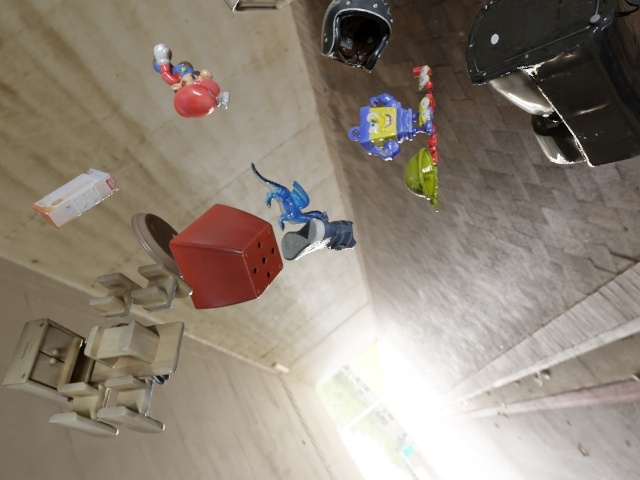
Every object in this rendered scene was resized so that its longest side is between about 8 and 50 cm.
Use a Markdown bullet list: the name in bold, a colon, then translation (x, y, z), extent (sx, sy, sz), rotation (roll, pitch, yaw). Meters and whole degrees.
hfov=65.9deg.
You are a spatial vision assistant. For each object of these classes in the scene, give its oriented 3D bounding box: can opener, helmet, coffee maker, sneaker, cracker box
- **can opener**: translation (-0.435, 0.273, 1.191), extent (0.186, 0.073, 0.059), rotation (50, 133, -3)
- **helmet**: translation (0.082, -0.480, 1.113), extent (0.169, 0.161, 0.169), rotation (18, -158, -8)
- **coffee maker**: translation (0.247, -0.148, 0.442), extent (0.178, 0.120, 0.171), rotation (26, 179, -37)
- **sneaker**: translation (0.001, 0.002, 1.369), extent (0.226, 0.163, 0.086), rotation (-25, 71, 54)
- **cracker box**: translation (-0.806, -0.143, 1.627), extent (0.156, 0.232, 0.067), rotation (17, 140, 43)

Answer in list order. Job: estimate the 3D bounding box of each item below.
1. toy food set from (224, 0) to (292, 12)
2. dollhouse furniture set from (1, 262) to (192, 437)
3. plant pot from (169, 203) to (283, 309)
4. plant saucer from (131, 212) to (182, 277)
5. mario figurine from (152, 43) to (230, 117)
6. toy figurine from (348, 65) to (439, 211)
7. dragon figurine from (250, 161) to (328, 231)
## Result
- **toy food set**: translation (-0.165, -0.583, 0.994), extent (0.219, 0.092, 0.306), rotation (53, -152, -10)
- **dollhouse furniture set**: translation (-0.300, 0.181, 0.734), extent (0.161, 0.242, 0.212), rotation (56, -151, -50)
- **plant pot**: translation (-0.276, 0.056, 1.602), extent (0.236, 0.267, 0.267), rotation (3, 123, 27)
- **plant saucer**: translation (-0.536, 0.008, 1.707), extent (0.278, 0.041, 0.278), rotation (51, -174, -7)
- **mario figurine**: translation (-0.386, -0.495, 1.493), extent (0.320, 0.198, 0.170), rotation (50, 143, 37)
- **toy figurine**: translation (0.181, -0.249, 1.257), extent (0.191, 0.217, 0.362), rotation (44, -134, -64)
- **dragon figurine**: translation (-0.080, -0.123, 1.423), extent (0.289, 0.144, 0.085), rotation (60, -176, -8)
